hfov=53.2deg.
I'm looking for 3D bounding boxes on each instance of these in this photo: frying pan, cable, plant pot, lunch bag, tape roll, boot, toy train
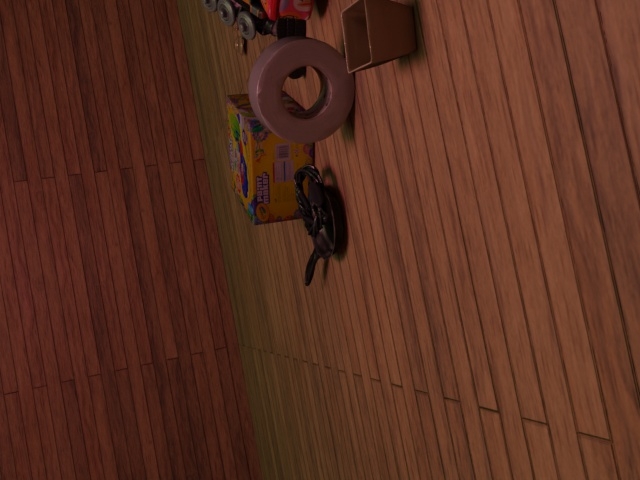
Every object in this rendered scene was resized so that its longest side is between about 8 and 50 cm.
[{"bbox_3d":[0.010,0.009,1.646,0.197,0.053,0.325,-133,38,-59],"label":"frying pan"},{"bbox_3d":[-0.023,-0.101,1.591,0.150,0.047,0.184,107,147,-57],"label":"cable"},{"bbox_3d":[0.104,-0.355,1.105,0.109,0.096,0.109,-167,69,-71],"label":"plant pot"},{"bbox_3d":[-0.077,-0.667,1.421,0.258,0.120,0.293,105,157,-58],"label":"lunch bag"},{"bbox_3d":[-0.040,-0.320,1.363,0.072,0.219,0.219,-134,38,-59],"label":"tape roll"},{"bbox_3d":[-0.091,-0.532,1.654,0.137,0.077,0.197,-119,27,-57],"label":"boot"},{"bbox_3d":[-0.215,-0.684,1.728,0.334,0.142,0.190,42,146,27],"label":"toy train"}]

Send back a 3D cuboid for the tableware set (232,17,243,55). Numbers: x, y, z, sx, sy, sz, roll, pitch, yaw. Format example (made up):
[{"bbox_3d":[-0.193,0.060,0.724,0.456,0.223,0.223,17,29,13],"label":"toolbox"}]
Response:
[{"bbox_3d":[-0.285,-0.720,2.222,0.168,0.020,0.141,-132,38,-61],"label":"tableware set"}]

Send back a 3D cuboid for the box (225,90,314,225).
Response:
[{"bbox_3d":[-0.144,-0.239,1.795,0.279,0.177,0.289,-126,32,-56],"label":"box"}]
